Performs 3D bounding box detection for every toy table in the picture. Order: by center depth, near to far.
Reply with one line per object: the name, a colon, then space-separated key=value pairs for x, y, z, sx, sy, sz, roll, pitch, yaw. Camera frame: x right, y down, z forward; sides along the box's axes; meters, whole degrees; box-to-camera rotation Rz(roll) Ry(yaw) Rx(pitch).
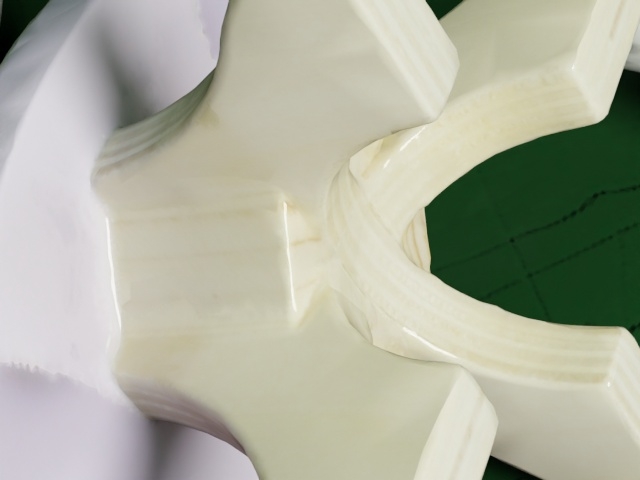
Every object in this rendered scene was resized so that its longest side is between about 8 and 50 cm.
toy table: x=0.000 y=0.000 z=0.601 sx=0.161 sy=0.252 sz=0.274 roll=-6 pitch=57 yaw=34

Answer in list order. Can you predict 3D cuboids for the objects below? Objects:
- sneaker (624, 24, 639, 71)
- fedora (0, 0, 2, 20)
sneaker: x=0.197 y=-0.141 z=0.707 sx=0.095 sy=0.090 sz=0.235 roll=25 pitch=75 yaw=18
fedora: x=-0.266 y=-0.092 z=0.815 sx=0.243 sy=0.124 sz=0.275 roll=-13 pitch=56 yaw=12
